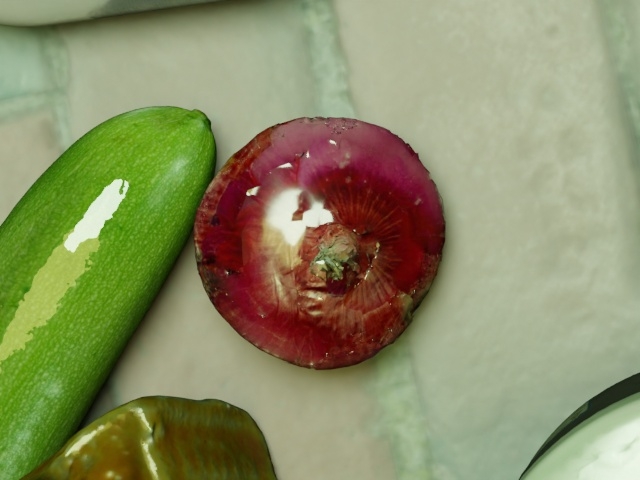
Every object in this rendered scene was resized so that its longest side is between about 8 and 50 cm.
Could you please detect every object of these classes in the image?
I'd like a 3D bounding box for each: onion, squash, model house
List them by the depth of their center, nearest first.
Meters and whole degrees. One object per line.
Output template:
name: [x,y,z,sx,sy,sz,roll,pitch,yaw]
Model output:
model house: [-0.118,0.202,0.919,0.173,0.268,0.239,22,93,32]
onion: [0.000,0.000,0.927,0.150,0.140,0.150,0,89,2]
squash: [-0.186,0.085,0.987,0.107,0.107,0.395,32,97,10]

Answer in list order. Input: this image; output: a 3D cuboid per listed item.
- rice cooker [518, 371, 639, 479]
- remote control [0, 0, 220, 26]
rice cooker: [0.208,0.192,0.814,0.288,0.277,0.288,0,89,14]
remote control: [-0.119,-0.245,0.973,0.332,0.103,0.221,-6,91,11]
